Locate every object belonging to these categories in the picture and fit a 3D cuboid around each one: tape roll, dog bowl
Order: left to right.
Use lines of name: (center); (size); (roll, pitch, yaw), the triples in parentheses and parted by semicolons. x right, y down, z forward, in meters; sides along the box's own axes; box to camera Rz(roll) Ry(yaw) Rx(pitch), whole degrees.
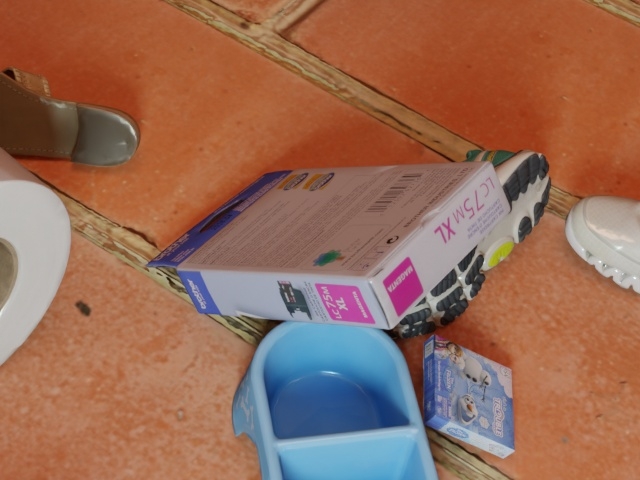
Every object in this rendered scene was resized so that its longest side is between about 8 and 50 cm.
tape roll: (-0.358, 0.006, 1.194); (0.169, 0.246, 0.246); (38, 55, 24)
dog bowl: (0.018, 0.185, 1.195); (0.165, 0.074, 0.297); (-5, 49, -10)

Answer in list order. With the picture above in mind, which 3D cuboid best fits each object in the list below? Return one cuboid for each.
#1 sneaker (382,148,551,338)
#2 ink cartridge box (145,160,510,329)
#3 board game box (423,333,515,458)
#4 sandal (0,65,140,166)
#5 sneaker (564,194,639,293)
sneaker: (0.114, -0.001, 1.370); (0.110, 0.107, 0.275); (18, 45, 41)
ink cartridge box: (0.000, 0.000, 1.291); (0.311, 0.065, 0.186); (4, 36, 46)
board game box: (0.133, 0.139, 1.257); (0.090, 0.020, 0.090); (26, 44, -24)
sandal: (-0.301, -0.133, 1.451); (0.240, 0.088, 0.079); (15, 17, -3)
sneaker: (0.387, 0.001, 1.370); (0.292, 0.118, 0.110); (16, 51, 9)
